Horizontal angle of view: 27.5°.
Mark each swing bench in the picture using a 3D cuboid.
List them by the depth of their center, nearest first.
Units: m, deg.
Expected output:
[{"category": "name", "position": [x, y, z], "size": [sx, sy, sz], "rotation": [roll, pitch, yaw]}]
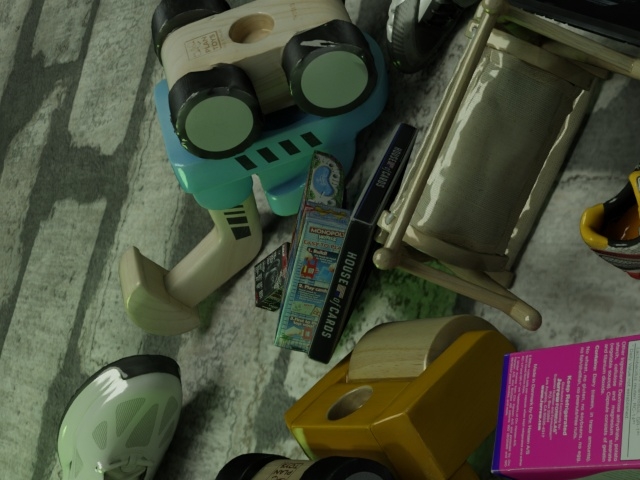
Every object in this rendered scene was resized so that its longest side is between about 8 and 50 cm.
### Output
[{"category": "swing bench", "position": [0.166, -0.079, 1.215], "size": [0.255, 0.165, 0.253], "rotation": [-81, 15, -82]}]

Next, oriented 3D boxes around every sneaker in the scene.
[{"category": "sneaker", "position": [0.317, -0.035, 1.114], "size": [0.225, 0.092, 0.088], "rotation": [-38, 45, 40]}, {"category": "sneaker", "position": [0.152, -0.297, 1.514], "size": [0.234, 0.078, 0.106], "rotation": [-63, 30, 9]}, {"category": "sneaker", "position": [-0.263, 0.381, 1.757], "size": [0.257, 0.169, 0.447], "rotation": [56, 129, 42]}]

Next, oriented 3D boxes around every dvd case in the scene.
[{"category": "dvd case", "position": [0.048, -0.002, 1.409], "size": [0.239, 0.029, 0.179], "rotation": [-60, -11, -57]}]

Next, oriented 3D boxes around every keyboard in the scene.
[{"category": "keyboard", "position": [0.278, -0.211, 1.194], "size": [0.317, 0.201, 0.033], "rotation": [36, 131, 53]}]

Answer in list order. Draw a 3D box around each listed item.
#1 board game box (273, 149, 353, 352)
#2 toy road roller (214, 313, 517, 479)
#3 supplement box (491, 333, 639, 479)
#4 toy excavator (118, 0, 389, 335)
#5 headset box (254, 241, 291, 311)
[{"category": "board game box", "position": [0.000, 0.000, 1.539], "size": [0.194, 0.060, 0.194], "rotation": [108, 173, -52]}, {"category": "toy road roller", "position": [0.078, 0.249, 1.282], "size": [0.329, 0.241, 0.202], "rotation": [-44, 18, -31]}, {"category": "supplement box", "position": [0.260, 0.148, 1.088], "size": [0.220, 0.111, 0.114], "rotation": [-14, 62, 53]}, {"category": "toy excavator", "position": [-0.102, -0.089, 1.688], "size": [0.433, 0.445, 0.222], "rotation": [-20, 44, 0]}, {"category": "headset box", "position": [-0.050, 0.045, 1.687], "size": [0.083, 0.032, 0.062], "rotation": [-37, 46, 41]}]
